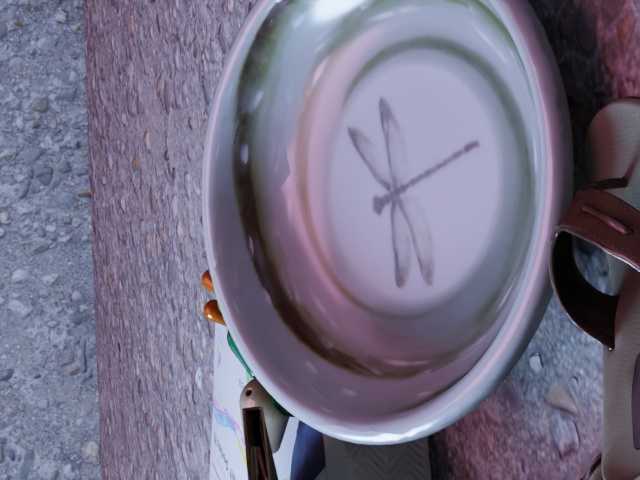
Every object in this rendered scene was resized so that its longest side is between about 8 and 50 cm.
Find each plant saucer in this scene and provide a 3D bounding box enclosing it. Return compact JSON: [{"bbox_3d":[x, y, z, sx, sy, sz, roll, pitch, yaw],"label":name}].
[{"bbox_3d":[0.059,-0.045,1.053,0.400,0.101,0.400,0,90,49],"label":"plant saucer"}]

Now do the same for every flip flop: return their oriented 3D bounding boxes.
[{"bbox_3d":[0.178,0.024,0.802,0.112,0.080,0.277,121,160,-56],"label":"flip flop"}]

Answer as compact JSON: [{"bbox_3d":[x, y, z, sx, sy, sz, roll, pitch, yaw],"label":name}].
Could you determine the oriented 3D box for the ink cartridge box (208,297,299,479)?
[{"bbox_3d":[-0.040,0.228,1.476,0.207,0.119,0.353,-131,40,-58],"label":"ink cartridge box"}]

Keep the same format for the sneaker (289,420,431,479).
[{"bbox_3d":[0.034,0.286,1.236,0.148,0.131,0.350,132,146,-57],"label":"sneaker"}]

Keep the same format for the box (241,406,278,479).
[{"bbox_3d":[-0.038,0.270,1.173,0.164,0.021,0.201,-100,-1,-51],"label":"box"}]

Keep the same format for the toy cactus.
[{"bbox_3d":[-0.041,0.112,1.233,0.219,0.112,0.180,35,130,41],"label":"toy cactus"}]

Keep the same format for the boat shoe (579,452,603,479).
[{"bbox_3d":[0.200,0.159,0.850,0.223,0.073,0.080,130,133,-62],"label":"boat shoe"}]
